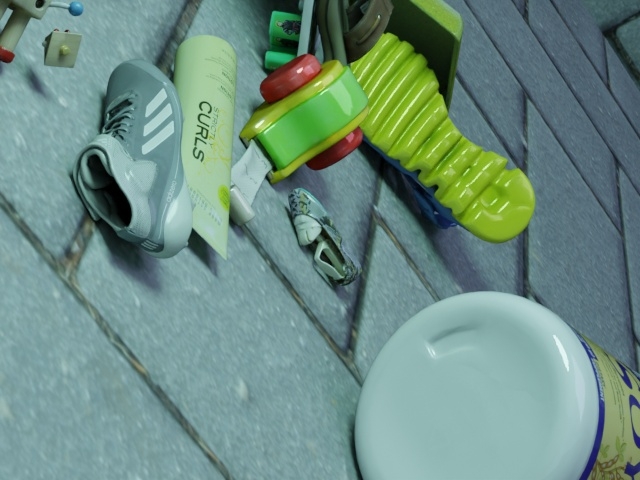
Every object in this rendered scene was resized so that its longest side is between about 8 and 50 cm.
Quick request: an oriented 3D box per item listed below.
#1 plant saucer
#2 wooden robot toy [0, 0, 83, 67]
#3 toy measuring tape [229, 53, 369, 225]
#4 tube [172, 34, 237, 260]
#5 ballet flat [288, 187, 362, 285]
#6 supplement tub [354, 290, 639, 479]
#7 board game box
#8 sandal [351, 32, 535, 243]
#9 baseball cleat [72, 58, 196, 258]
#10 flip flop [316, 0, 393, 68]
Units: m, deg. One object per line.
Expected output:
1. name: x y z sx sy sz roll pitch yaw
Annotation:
1. plant saucer: 0.103 -0.259 2.146 0.188 0.045 0.188 41 -22 18
2. wooden robot toy: -0.265 -0.195 1.407 0.079 0.076 0.173 31 -4 42
3. toy measuring tape: -0.018 -0.111 1.783 0.121 0.121 0.330 56 21 -13
4. tube: -0.108 -0.092 1.627 0.070 0.062 0.240 11 43 -10
5. ballet flat: 0.000 0.000 1.792 0.114 0.041 0.041 54 21 -15
6. supplement tub: 0.208 0.205 1.715 0.331 0.241 0.241 32 35 -53
7. board game box: 0.006 -0.428 2.006 0.390 0.050 0.390 -74 173 -60
8. sandal: 0.114 -0.117 2.147 0.317 0.126 0.138 51 -16 -5
9. baseball cleat: -0.158 -0.083 1.471 0.109 0.072 0.206 27 34 -46
10. flip flop: 0.041 -0.234 1.956 0.112 0.080 0.277 -75 167 -58
